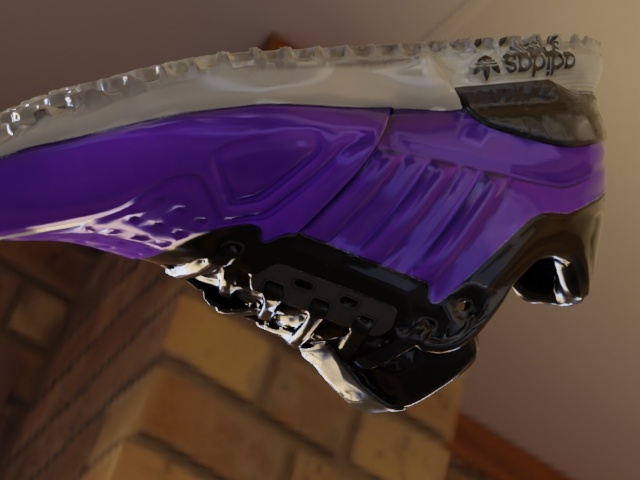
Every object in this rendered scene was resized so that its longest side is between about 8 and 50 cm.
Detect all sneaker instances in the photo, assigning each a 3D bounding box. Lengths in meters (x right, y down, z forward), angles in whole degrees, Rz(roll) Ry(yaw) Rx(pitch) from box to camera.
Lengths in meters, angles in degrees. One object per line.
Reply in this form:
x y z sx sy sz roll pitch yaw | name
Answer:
0.001 0.000 0.634 0.293 0.146 0.102 -8 3 -29 | sneaker
